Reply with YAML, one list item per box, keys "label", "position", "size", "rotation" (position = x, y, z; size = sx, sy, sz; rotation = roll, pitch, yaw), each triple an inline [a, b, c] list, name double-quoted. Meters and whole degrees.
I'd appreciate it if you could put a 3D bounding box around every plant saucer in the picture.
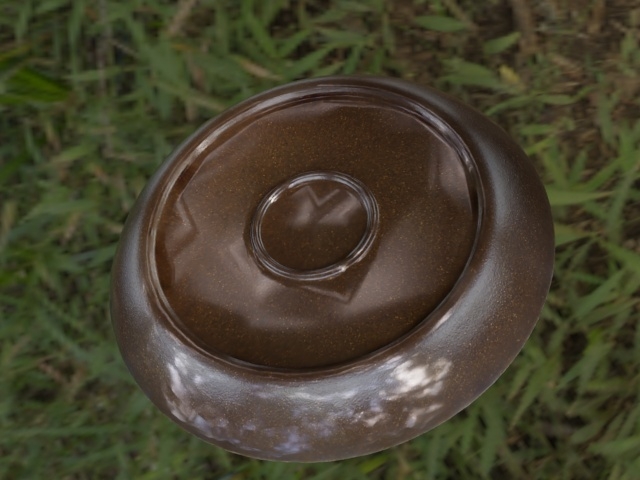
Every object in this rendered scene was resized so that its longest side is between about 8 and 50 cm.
- label: "plant saucer"
  position: [0.000, 0.000, 1.131]
  size: [0.310, 0.050, 0.311]
  rotation: [-7, 56, 10]
